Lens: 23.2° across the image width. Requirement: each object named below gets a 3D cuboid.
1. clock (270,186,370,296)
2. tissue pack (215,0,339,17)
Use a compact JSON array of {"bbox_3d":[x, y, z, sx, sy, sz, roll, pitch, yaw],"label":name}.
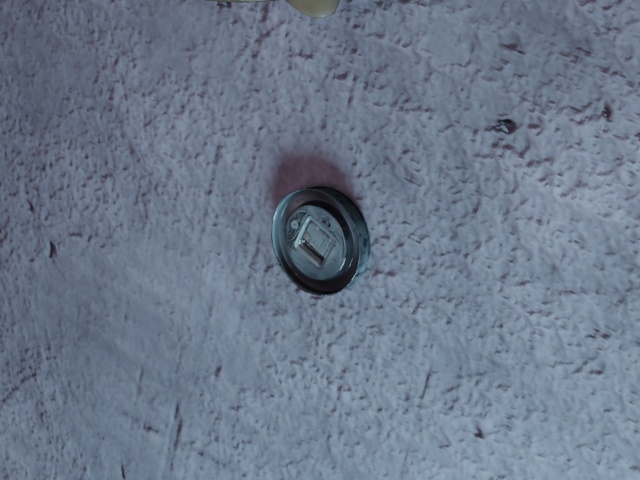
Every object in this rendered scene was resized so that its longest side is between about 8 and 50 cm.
[{"bbox_3d":[0.000,0.000,1.174,0.085,0.017,0.085,12,111,35],"label":"clock"},{"bbox_3d":[0.009,-0.293,0.915,0.387,0.267,0.277,-18,88,39],"label":"tissue pack"}]
